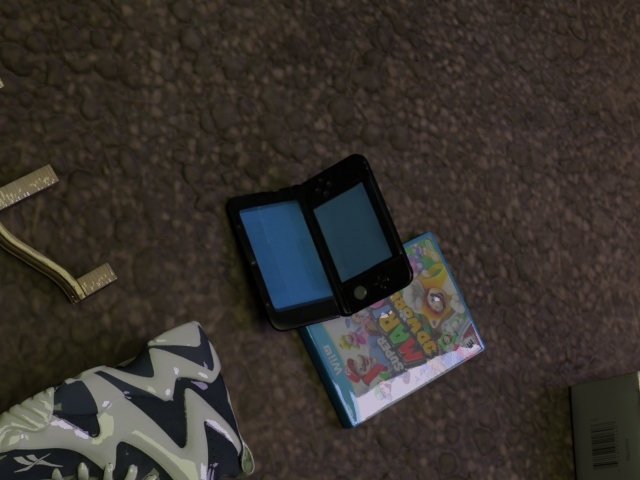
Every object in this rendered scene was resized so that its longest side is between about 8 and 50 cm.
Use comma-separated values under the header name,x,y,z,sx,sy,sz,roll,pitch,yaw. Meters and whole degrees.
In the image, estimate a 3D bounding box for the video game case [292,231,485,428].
name,x,y,z,sx,sy,sz,roll,pitch,yaw
video game case,0.060,0.074,1.055,0.166,0.015,0.119,-25,90,-35

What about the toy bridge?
name,x,y,z,sx,sy,sz,roll,pitch,yaw
toy bridge,-0.225,-0.035,0.899,0.063,0.026,0.188,-32,94,-34

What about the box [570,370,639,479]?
name,x,y,z,sx,sy,sz,roll,pitch,yaw
box,0.331,0.199,1.145,0.170,0.091,0.130,8,71,-30

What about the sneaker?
name,x,y,z,sx,sy,sz,roll,pitch,yaw
sneaker,-0.142,0.169,0.847,0.235,0.094,0.153,-25,81,-45

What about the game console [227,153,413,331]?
name,x,y,z,sx,sy,sz,roll,pitch,yaw
game console,0.000,0.000,0.996,0.071,0.107,0.122,7,58,-60
